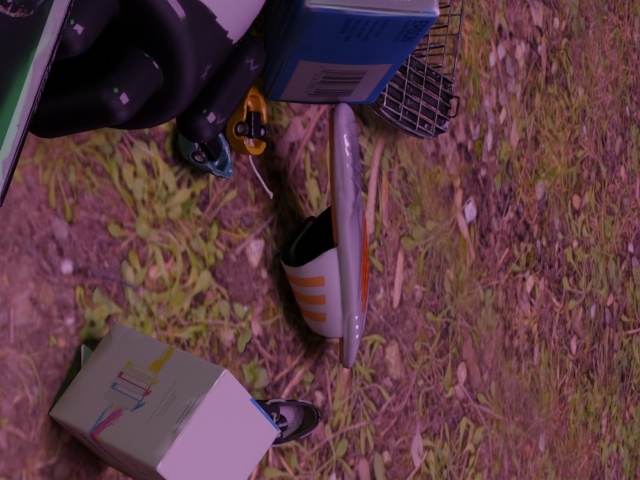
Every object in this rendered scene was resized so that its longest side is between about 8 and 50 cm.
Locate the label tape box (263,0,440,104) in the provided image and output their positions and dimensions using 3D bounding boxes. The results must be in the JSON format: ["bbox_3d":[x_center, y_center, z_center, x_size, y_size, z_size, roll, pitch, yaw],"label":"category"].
[{"bbox_3d":[0.019,-0.313,1.242,0.249,0.115,0.347,131,-38,-76],"label":"label tape box"}]

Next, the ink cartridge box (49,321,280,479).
[{"bbox_3d":[-0.123,0.133,1.117,0.090,0.143,0.092,-56,137,-19],"label":"ink cartridge box"}]

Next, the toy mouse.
[{"bbox_3d":[-0.095,-0.111,1.261,0.143,0.031,0.161,-8,96,-59],"label":"toy mouse"}]

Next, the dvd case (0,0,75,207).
[{"bbox_3d":[-0.245,-0.152,0.904,0.029,0.179,0.238,123,-17,-65],"label":"dvd case"}]

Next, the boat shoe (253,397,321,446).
[{"bbox_3d":[-0.044,0.165,1.331,0.125,0.038,0.046,4,86,-59],"label":"boat shoe"}]

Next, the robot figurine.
[{"bbox_3d":[-0.127,-0.192,1.070,0.209,0.174,0.278,104,13,-48],"label":"robot figurine"}]

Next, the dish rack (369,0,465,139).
[{"bbox_3d":[0.085,-0.245,1.529,0.208,0.074,0.271,21,73,-56],"label":"dish rack"}]

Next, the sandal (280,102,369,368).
[{"bbox_3d":[0.001,-0.006,1.373,0.102,0.076,0.265,-75,163,-60],"label":"sandal"}]
